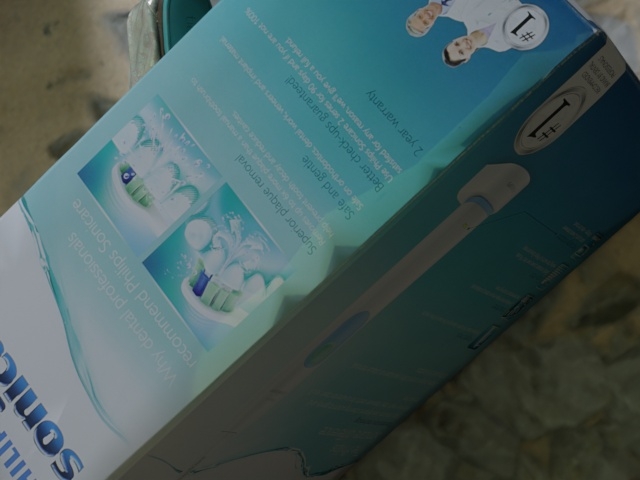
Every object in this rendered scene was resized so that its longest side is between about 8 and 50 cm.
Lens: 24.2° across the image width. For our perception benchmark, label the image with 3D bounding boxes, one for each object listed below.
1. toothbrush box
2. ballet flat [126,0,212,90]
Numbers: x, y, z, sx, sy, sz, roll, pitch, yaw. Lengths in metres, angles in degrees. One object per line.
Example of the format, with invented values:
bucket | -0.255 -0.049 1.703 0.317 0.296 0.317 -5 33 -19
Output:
toothbrush box | 0.000 0.000 0.661 0.295 0.216 0.126 -44 67 11
ballet flat | -0.079 -0.057 0.801 0.052 0.057 0.168 -17 69 48
